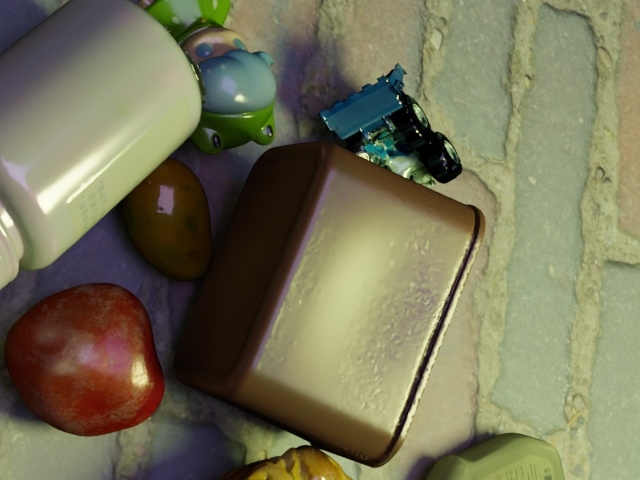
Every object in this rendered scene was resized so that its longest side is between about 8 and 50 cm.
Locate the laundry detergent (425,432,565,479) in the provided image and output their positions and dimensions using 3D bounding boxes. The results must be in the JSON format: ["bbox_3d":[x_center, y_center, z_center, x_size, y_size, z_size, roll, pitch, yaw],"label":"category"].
[{"bbox_3d":[0.230,0.372,1.780,0.253,0.091,0.181,-6,92,-35],"label":"laundry detergent"}]

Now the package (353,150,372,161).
[{"bbox_3d":[0.000,0.000,1.688,0.232,0.040,0.166,-35,112,-18],"label":"package"}]

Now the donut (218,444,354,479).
[{"bbox_3d":[-0.030,0.411,1.527,0.299,0.150,0.317,-8,84,-53],"label":"donut"}]

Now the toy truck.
[{"bbox_3d":[0.098,-0.155,1.746,0.208,0.113,0.126,46,27,-36],"label":"toy truck"}]

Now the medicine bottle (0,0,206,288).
[{"bbox_3d":[-0.320,-0.098,1.403,0.378,0.213,0.213,-47,109,-31],"label":"medicine bottle"}]

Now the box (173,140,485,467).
[{"bbox_3d":[0.003,0.070,1.536,0.229,0.239,0.339,26,80,-25],"label":"box"}]

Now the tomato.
[{"bbox_3d":[-0.265,0.141,1.445,0.187,0.151,0.187,2,87,-33],"label":"tomato"}]

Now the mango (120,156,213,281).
[{"bbox_3d":[-0.187,-0.024,1.559,0.111,0.089,0.163,-16,101,-36],"label":"mango"}]

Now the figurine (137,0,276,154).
[{"bbox_3d":[-0.147,-0.232,1.597,0.162,0.143,0.263,-13,73,-43],"label":"figurine"}]
